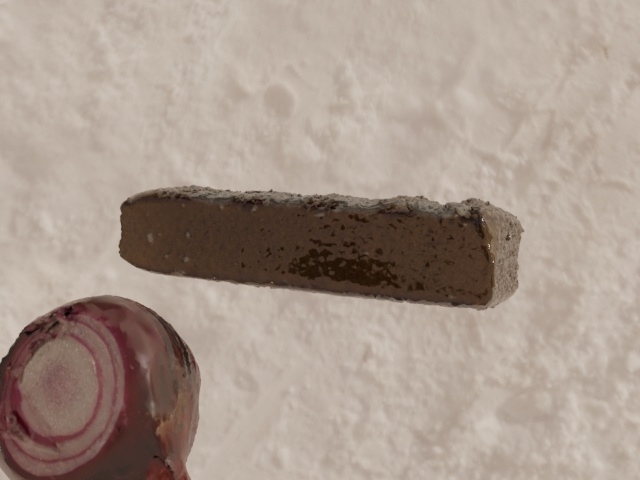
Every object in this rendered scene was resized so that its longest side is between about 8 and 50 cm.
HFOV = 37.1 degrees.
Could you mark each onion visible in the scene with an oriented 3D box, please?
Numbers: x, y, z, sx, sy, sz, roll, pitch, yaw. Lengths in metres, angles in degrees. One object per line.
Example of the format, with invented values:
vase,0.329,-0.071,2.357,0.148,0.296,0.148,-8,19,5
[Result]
onion,-0.147,0.144,0.729,0.198,0.135,0.173,44,105,19

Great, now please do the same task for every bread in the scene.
bread,0.000,0.000,1.040,0.417,0.165,0.113,5,90,19
